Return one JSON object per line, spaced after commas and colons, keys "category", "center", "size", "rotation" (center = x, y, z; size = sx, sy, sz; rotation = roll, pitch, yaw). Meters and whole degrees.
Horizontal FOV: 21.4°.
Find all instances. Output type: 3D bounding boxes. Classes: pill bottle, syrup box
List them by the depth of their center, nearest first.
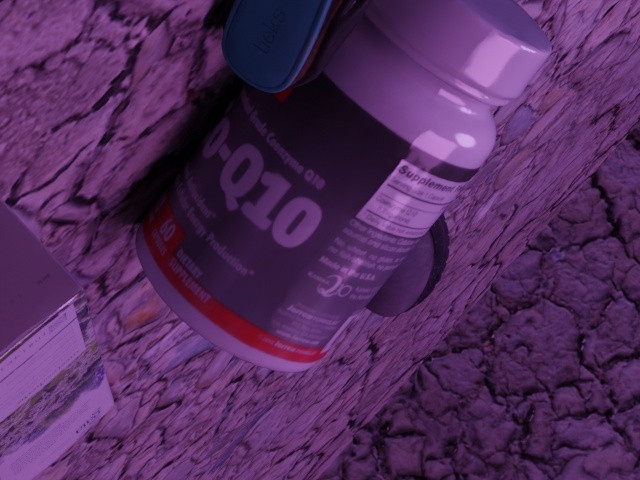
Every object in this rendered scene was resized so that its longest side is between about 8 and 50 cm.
{"category": "syrup box", "center": [-0.194, 0.066, 1.017], "size": [0.093, 0.096, 0.237], "rotation": [-41, 166, -16]}
{"category": "pill bottle", "center": [0.015, -0.062, 1.148], "size": [0.283, 0.161, 0.161], "rotation": [-52, 166, 20]}

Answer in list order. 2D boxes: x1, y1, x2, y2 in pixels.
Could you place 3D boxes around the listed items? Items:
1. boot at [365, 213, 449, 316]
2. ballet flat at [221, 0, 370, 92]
{"category": "boot", "center": [0.000, 0.000, 1.441], "size": [0.223, 0.118, 0.338], "rotation": [-37, 153, -23]}
{"category": "ballet flat", "center": [0.018, -0.192, 0.959], "size": [0.096, 0.095, 0.280], "rotation": [-49, -179, -36]}
